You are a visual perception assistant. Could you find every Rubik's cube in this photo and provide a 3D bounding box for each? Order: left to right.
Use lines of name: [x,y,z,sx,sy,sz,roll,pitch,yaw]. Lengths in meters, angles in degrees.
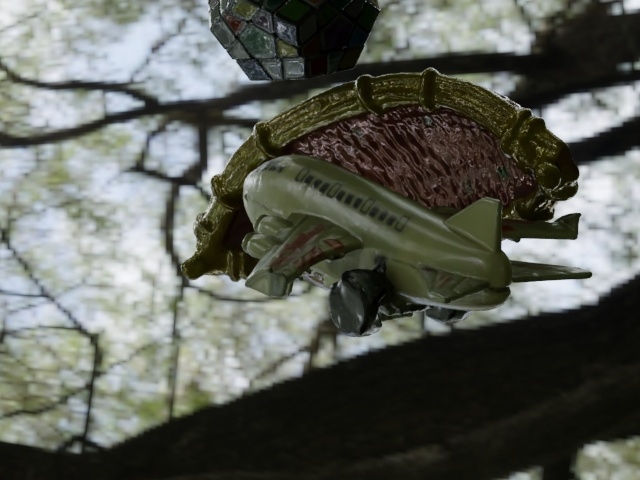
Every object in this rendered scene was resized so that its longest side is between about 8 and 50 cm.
Rubik's cube: [-0.017,-0.148,1.161,0.111,0.111,0.093,-14,-76,-42]

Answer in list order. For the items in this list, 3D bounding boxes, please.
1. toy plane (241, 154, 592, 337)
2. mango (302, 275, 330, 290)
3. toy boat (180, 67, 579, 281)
toy plane: [0.030,0.003,1.075,0.229,0.244,0.092,-9,-78,-37]
mango: [0.000,0.000,1.592,0.114,0.060,0.080,39,-143,-31]
toy boat: [0.039,-0.036,1.187,0.099,0.318,0.141,-48,-65,-42]
